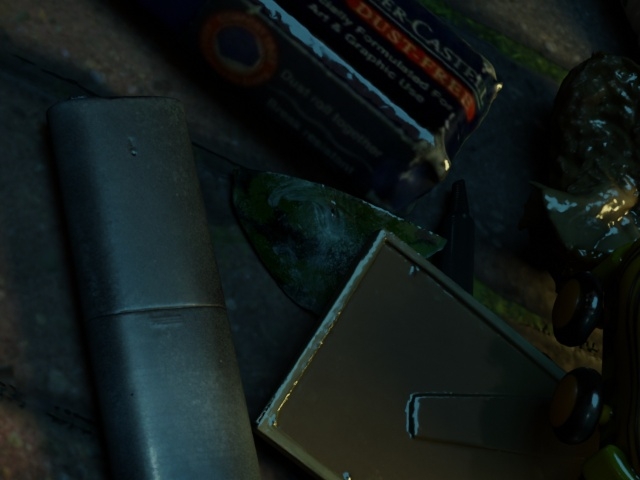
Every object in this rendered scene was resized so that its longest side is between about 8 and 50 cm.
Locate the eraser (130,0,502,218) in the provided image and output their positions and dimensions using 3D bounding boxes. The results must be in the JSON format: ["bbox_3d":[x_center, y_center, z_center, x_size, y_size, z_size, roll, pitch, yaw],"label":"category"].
[{"bbox_3d":[-0.017,-0.171,1.493,0.332,0.101,0.155,41,41,-5],"label":"eraser"}]

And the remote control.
[{"bbox_3d":[-0.111,0.074,1.352,0.107,0.044,0.378,-2,67,-28],"label":"remote control"}]

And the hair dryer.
[{"bbox_3d":[0.088,0.034,1.501,0.173,0.050,0.195,8,58,-29],"label":"hair dryer"}]

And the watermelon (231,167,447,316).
[{"bbox_3d":[-0.003,-0.002,1.463,0.155,0.080,0.101,33,88,-16],"label":"watermelon"}]

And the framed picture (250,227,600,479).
[{"bbox_3d":[0.094,0.137,1.417,0.260,0.023,0.189,39,66,-16],"label":"framed picture"}]

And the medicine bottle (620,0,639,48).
[{"bbox_3d":[0.327,-0.248,1.737,0.133,0.133,0.250,-8,71,-34],"label":"medicine bottle"}]

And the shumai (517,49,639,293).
[{"bbox_3d":[0.235,-0.040,1.579,0.175,0.166,0.206,-36,75,-13],"label":"shumai"}]

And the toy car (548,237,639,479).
[{"bbox_3d":[0.284,0.096,1.422,0.200,0.142,0.248,18,55,-20],"label":"toy car"}]
